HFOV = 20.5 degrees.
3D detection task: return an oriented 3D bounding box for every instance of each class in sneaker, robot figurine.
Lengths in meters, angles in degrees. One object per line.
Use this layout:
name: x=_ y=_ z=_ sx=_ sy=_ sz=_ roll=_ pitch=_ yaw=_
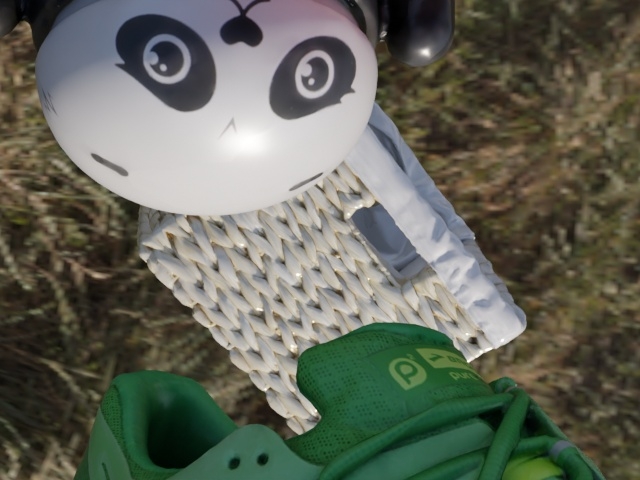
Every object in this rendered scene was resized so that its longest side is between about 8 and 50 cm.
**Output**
sneaker: x=0.031 y=0.084 z=0.463 sx=0.109 sy=0.295 sz=0.123 roll=12 pitch=82 yaw=-52
robot figurine: x=-0.057 y=-0.151 z=0.880 sx=0.173 sy=0.209 sz=0.278 roll=33 pitch=49 yaw=-54

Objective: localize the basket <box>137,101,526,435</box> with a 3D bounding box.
basket: x=0.000 y=0.000 z=1.873 sx=0.266 sy=0.331 sz=0.328 roll=-37 pitch=107 yaw=6
